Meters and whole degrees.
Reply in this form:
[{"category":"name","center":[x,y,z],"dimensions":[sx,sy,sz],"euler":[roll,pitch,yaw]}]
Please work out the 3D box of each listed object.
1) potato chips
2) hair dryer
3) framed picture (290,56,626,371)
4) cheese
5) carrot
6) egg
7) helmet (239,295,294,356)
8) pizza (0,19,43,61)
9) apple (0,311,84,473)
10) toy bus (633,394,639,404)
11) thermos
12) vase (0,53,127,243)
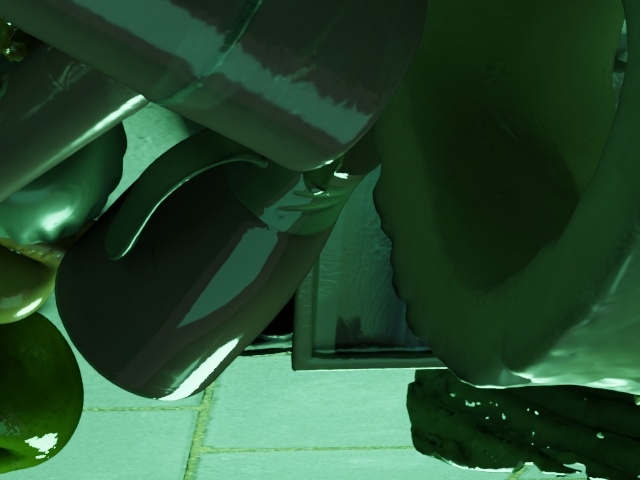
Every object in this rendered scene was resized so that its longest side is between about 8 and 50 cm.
[{"category":"potato chips","center":[0.281,0.109,1.624],"dimensions":[0.389,0.097,0.373],"euler":[-1,-161,22]},{"category":"hair dryer","center":[-0.136,-0.091,0.887],"dimensions":[0.210,0.125,0.352],"euler":[26,146,-29]},{"category":"framed picture","center":[0.096,-0.012,1.318],"dimensions":[0.232,0.024,0.315],"euler":[-1,134,-4]},{"category":"cheese","center":[0.153,-0.086,0.905],"dimensions":[0.153,0.332,0.292],"euler":[6,133,-24]},{"category":"carrot","center":[-0.237,-0.008,1.457],"dimensions":[0.055,0.055,0.161],"euler":[-19,148,40]},{"category":"egg","center":[-0.273,0.031,1.515],"dimensions":[0.096,0.080,0.080],"euler":[-19,155,27]},{"category":"helmet","center":[-0.029,0.006,1.412],"dimensions":[0.177,0.107,0.153],"euler":[-26,135,18]},{"category":"pizza","center":[-0.092,-0.167,0.969],"dimensions":[0.258,0.087,0.268],"euler":[6,157,-29]},{"category":"apple","center":[-0.332,0.146,1.721],"dimensions":[0.196,0.156,0.196],"euler":[-3,161,-1]},{"category":"toy bus","center":[0.406,0.025,1.400],"dimensions":[0.366,0.201,0.177],"euler":[1,162,-9]},{"category":"thermos","center":[-0.071,-0.012,1.208],"dimensions":[0.176,0.146,0.265],"euler":[-7,153,-42]},{"category":"vase","center":[-0.200,-0.053,1.223],"dimensions":[0.128,0.128,0.248],"euler":[0,170,-7]}]
